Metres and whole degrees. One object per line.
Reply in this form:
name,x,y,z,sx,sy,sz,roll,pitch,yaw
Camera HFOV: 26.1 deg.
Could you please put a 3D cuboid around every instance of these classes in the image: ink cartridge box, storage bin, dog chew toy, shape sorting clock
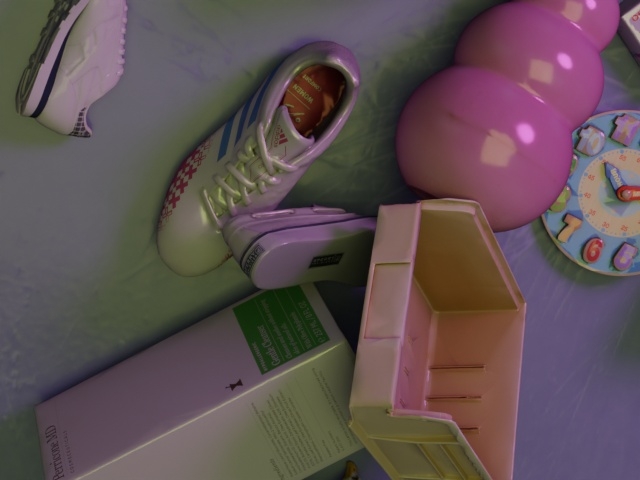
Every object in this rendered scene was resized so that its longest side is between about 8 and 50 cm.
ink cartridge box,0.420,-0.249,1.669,0.088,0.052,0.122,-38,103,0
storage bin,0.135,0.126,1.538,0.123,0.260,0.262,-2,59,21
dog chew toy,0.229,-0.178,1.588,0.206,0.206,0.332,31,87,-13
shape sorting clock,0.371,-0.058,1.691,0.206,0.040,0.206,0,95,2

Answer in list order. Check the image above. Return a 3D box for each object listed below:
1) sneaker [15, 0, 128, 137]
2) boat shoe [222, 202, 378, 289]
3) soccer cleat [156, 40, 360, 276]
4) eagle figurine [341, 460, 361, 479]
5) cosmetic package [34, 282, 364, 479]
sneaker,-0.259,-0.232,1.562,0.095,0.090,0.235,23,101,-25
boat shoe,0.000,0.000,1.605,0.267,0.088,0.096,-8,134,-42
soccer cleat,-0.076,-0.093,1.577,0.116,0.143,0.331,37,94,-14
eagle figurine,0.049,0.366,1.669,0.298,0.226,0.225,22,77,-7
cosmetic package,-0.129,0.209,1.591,0.365,0.197,0.155,-27,119,-4
